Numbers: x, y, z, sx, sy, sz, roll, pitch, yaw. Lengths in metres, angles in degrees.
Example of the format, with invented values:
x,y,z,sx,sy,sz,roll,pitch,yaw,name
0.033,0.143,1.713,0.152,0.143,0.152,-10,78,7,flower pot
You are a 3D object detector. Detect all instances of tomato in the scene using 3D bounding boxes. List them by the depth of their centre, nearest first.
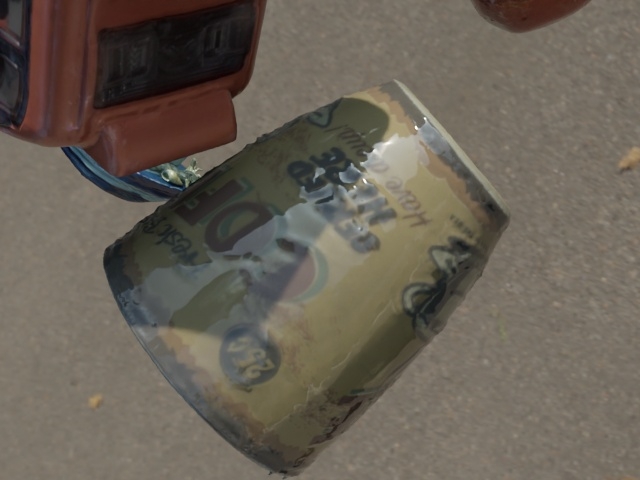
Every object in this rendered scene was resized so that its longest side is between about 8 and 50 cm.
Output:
x,y,z,sx,sy,sz,roll,pitch,yaw,name
0.180,-0.251,1.096,0.091,0.159,0.139,-58,5,3,tomato

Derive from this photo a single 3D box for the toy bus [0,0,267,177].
x,y,z,sx,sy,sz,roll,pitch,yaw,name
-0.131,-0.260,0.697,0.233,0.203,0.427,41,135,31,toy bus

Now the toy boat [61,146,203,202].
x,y,z,sx,sy,sz,roll,pitch,yaw,name
-0.193,-0.172,1.341,0.291,0.220,0.067,-48,6,35,toy boat

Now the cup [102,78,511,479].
x,y,z,sx,sy,sz,roll,pitch,yaw,name
0.000,0.000,0.896,0.257,0.227,0.301,-39,25,5,cup
